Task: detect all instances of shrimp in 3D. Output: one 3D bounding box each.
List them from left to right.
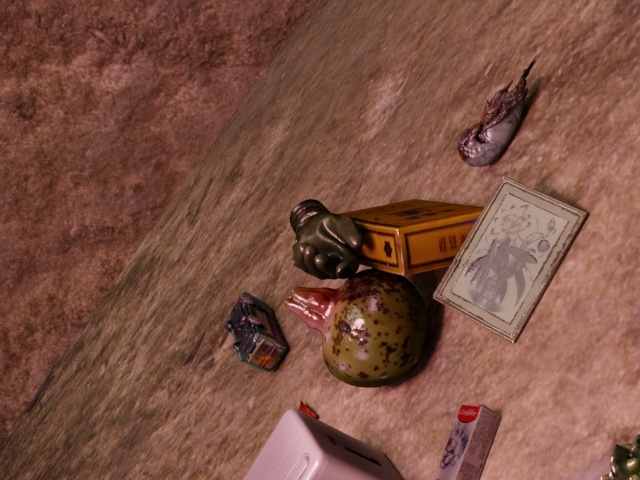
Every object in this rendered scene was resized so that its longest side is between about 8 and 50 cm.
[{"bbox_3d":[0.330,-0.234,1.917,0.233,0.079,0.090,-57,-16,-1],"label":"shrimp"}]

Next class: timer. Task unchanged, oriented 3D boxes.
[{"bbox_3d":[0.003,0.409,1.657,0.192,0.195,0.194,-58,23,4],"label":"timer"}]

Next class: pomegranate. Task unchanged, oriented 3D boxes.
[{"bbox_3d":[0.057,0.138,1.813,0.214,0.248,0.214,19,-90,-89],"label":"pomegranate"}]

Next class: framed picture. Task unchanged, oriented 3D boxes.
[{"bbox_3d":[0.293,0.025,1.658,0.173,0.010,0.231,29,89,41],"label":"framed picture"}]

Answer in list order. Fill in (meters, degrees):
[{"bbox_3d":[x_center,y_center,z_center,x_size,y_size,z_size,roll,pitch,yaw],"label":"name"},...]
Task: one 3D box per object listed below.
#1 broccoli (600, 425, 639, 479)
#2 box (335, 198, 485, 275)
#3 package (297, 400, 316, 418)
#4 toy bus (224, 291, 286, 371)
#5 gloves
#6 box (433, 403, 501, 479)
[{"bbox_3d":[0.377,0.284,0.956,0.348,0.293,0.281,-68,-17,-46],"label":"broccoli"},{"bbox_3d":[0.155,-0.011,1.849,0.301,0.193,0.084,-167,66,-67],"label":"box"},{"bbox_3d":[-0.071,0.408,2.043,0.200,0.022,0.083,-61,21,1],"label":"package"},{"bbox_3d":[-0.146,0.199,2.350,0.091,0.109,0.261,-57,20,12],"label":"toy bus"},{"bbox_3d":[0.008,0.008,1.810,0.135,0.107,0.268,-41,19,7],"label":"gloves"},{"bbox_3d":[0.196,0.343,1.531,0.055,0.039,0.218,-13,50,63],"label":"box"}]
